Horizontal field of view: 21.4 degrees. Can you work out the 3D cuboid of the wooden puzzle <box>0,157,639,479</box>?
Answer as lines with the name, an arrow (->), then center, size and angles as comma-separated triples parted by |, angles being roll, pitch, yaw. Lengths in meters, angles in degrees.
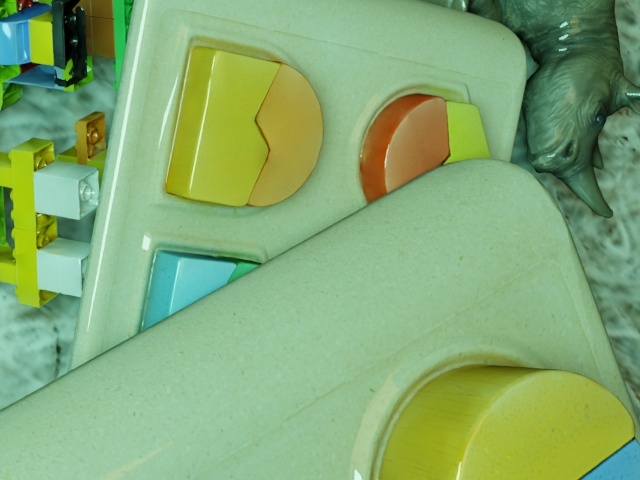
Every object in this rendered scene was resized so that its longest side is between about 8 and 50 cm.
wooden puzzle -> 0.032, 0.181, 0.600 | 0.322, 0.080, 0.348 | -29, 100, -29

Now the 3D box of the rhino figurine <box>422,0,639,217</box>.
rhino figurine -> 0.095, -0.126, 0.776 | 0.106, 0.073, 0.243 | -13, 82, -51

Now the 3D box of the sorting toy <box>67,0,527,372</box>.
sorting toy -> 0.000, 0.000, 0.666 | 0.193, 0.038, 0.208 | 8, 90, -37

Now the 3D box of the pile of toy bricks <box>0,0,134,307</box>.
pile of toy bricks -> -0.117, -0.093, 0.648 | 0.118, 0.105, 0.212 | -41, 136, -60
